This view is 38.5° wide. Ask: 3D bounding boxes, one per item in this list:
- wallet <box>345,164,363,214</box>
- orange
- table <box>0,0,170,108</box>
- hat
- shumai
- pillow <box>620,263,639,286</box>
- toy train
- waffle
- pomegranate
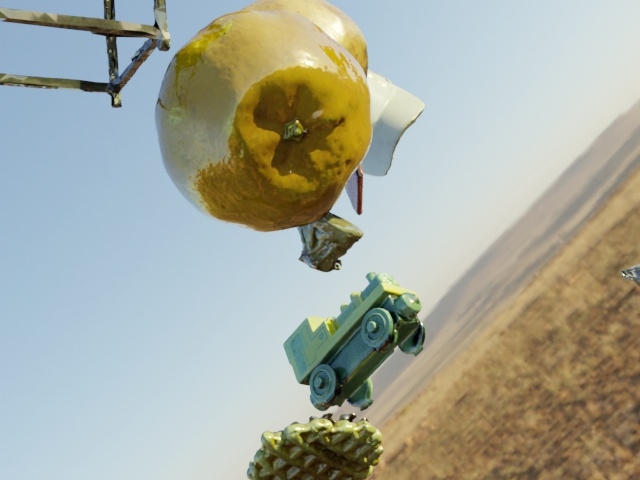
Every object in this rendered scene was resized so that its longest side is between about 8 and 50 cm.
[{"bbox_3d":[0.046,-0.112,1.415,0.020,0.103,0.196,-18,-14,-4],"label":"wallet"},{"bbox_3d":[-0.066,-0.145,1.127,0.279,0.279,0.235,-41,25,-21],"label":"orange"},{"bbox_3d":[-0.390,-0.338,1.139,0.334,0.272,0.222,-1,-12,-30],"label":"table"},{"bbox_3d":[0.089,-0.276,2.112,0.168,0.301,0.258,23,-85,-35],"label":"hat"},{"bbox_3d":[0.001,0.000,1.382,0.099,0.123,0.087,18,-80,-34],"label":"shumai"},{"bbox_3d":[0.519,0.080,1.185,0.169,0.255,0.059,4,69,50],"label":"pillow"},{"bbox_3d":[0.081,0.211,2.027,0.150,0.237,0.369,16,-54,-38],"label":"toy train"},{"bbox_3d":[-0.008,0.340,1.395,0.214,0.054,0.208,-5,-50,-17],"label":"waffle"},{"bbox_3d":[-0.051,-0.296,1.582,0.281,0.281,0.281,-43,-9,-9],"label":"pomegranate"}]
